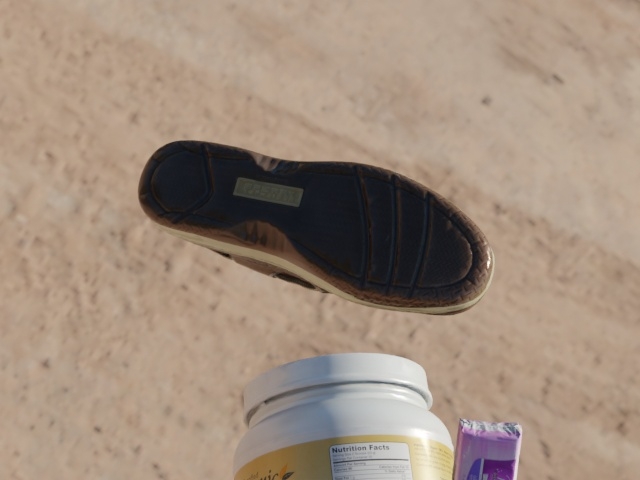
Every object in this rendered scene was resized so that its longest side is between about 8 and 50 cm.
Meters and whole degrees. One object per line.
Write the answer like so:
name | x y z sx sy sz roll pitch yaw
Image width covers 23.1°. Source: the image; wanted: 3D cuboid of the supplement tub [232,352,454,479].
supplement tub | 0.030 0.292 1.560 0.228 0.228 0.316 11 60 -33

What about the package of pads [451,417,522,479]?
package of pads | 0.129 0.182 1.231 0.050 0.083 0.032 5 16 1

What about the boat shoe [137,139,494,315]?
boat shoe | 0.003 -0.007 1.101 0.257 0.095 0.095 20 -13 18
